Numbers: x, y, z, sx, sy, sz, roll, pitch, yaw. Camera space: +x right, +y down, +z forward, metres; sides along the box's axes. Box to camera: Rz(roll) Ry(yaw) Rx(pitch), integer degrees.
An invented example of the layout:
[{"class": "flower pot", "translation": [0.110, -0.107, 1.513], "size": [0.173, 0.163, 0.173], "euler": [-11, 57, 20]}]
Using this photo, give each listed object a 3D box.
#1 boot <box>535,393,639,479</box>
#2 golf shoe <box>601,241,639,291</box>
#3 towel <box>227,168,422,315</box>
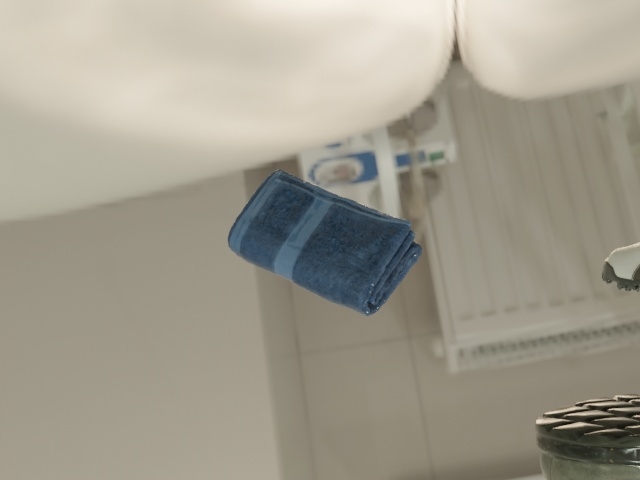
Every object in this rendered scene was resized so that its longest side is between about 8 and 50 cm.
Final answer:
[{"class": "boot", "translation": [0.193, 0.150, 0.558], "size": [0.246, 0.161, 0.083], "euler": [8, -177, -15]}, {"class": "golf shoe", "translation": [0.289, -0.011, 1.045], "size": [0.077, 0.094, 0.198], "euler": [-10, 179, -43]}, {"class": "towel", "translation": [0.000, 0.000, 0.903], "size": [0.119, 0.067, 0.029], "euler": [25, 159, 31]}]
